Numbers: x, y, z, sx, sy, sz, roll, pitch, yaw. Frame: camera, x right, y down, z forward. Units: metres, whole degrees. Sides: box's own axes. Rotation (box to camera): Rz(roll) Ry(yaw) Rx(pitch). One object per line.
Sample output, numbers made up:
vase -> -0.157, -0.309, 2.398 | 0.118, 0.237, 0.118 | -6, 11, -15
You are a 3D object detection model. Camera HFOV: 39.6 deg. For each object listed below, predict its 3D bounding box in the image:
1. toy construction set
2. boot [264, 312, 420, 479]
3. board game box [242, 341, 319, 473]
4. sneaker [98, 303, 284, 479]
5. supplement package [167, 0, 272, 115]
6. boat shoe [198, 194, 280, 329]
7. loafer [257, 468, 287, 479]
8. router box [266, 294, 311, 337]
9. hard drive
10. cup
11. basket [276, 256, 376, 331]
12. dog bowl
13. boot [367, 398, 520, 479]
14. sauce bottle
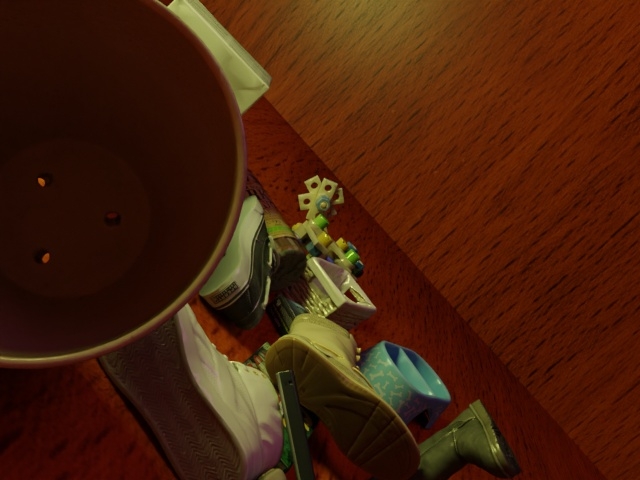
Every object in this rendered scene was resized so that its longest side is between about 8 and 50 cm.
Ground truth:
toy construction set -> 0.000, 0.000, 1.920 | 0.215, 0.151, 0.327 | 44, 23, -17
boot -> 0.042, 0.218, 1.290 | 0.262, 0.095, 0.203 | 40, 10, 1
board game box -> -0.066, 0.219, 1.189 | 0.136, 0.030, 0.260 | 51, 11, 2
sneaker -> -0.144, 0.141, 0.990 | 0.292, 0.108, 0.169 | 61, 12, 12
supplement package -> -0.244, -0.246, 1.479 | 0.204, 0.262, 0.145 | 45, 11, -13
boat shoe -> -0.118, 0.032, 1.416 | 0.105, 0.113, 0.306 | 51, 12, -23
loafer -> -0.060, 0.280, 0.812 | 0.092, 0.102, 0.268 | 44, 10, 10
router box -> -0.032, 0.157, 1.499 | 0.092, 0.038, 0.122 | 33, 19, -51
hard drive -> -0.028, 0.225, 1.042 | 0.094, 0.022, 0.135 | 96, -18, -75
cup -> -0.241, -0.042, 0.808 | 0.331, 0.331, 0.237 | 49, -15, 3
basket -> 0.011, 0.113, 1.646 | 0.113, 0.103, 0.167 | 53, 13, 23
dog bowl -> 0.166, 0.279, 1.745 | 0.166, 0.074, 0.297 | 54, 12, 27
boot -> 0.162, 0.323, 1.231 | 0.076, 0.208, 0.189 | 57, 4, -8
sauce bottle -> -0.147, -0.061, 1.626 | 0.344, 0.111, 0.111 | 54, 12, 32
